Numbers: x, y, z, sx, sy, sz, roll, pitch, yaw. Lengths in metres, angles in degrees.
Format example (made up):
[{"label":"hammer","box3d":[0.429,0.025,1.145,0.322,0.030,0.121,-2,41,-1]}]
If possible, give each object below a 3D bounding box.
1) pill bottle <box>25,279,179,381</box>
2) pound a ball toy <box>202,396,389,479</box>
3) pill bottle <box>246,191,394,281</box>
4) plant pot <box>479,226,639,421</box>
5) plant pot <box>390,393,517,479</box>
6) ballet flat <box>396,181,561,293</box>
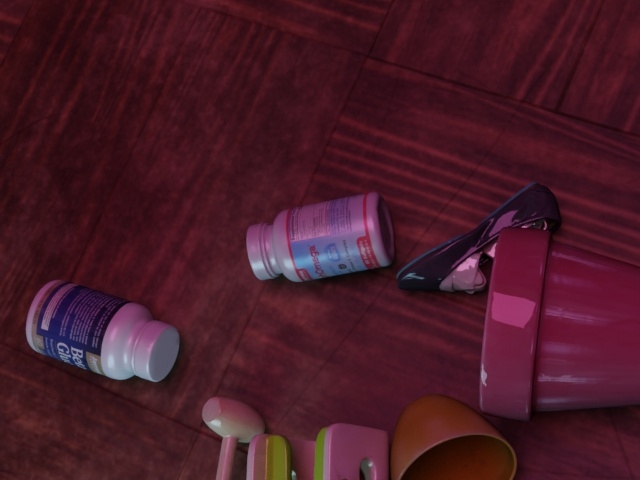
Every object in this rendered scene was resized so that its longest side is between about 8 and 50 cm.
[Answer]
[{"label":"pill bottle","box3d":[-0.257,0.111,1.531,0.169,0.094,0.094,15,78,22]},{"label":"pound a ball toy","box3d":[-0.020,0.323,1.382,0.208,0.135,0.319,-15,66,40]},{"label":"pill bottle","box3d":[0.000,0.000,1.487,0.160,0.087,0.087,-11,69,15]},{"label":"plant pot","box3d":[0.264,0.091,1.312,0.180,0.201,0.201,6,74,13]},{"label":"plant pot","box3d":[0.128,0.220,1.361,0.134,0.134,0.095,-32,40,6]},{"label":"ballet flat","box3d":[0.182,0.013,1.434,0.203,0.074,0.074,-33,65,3]}]
